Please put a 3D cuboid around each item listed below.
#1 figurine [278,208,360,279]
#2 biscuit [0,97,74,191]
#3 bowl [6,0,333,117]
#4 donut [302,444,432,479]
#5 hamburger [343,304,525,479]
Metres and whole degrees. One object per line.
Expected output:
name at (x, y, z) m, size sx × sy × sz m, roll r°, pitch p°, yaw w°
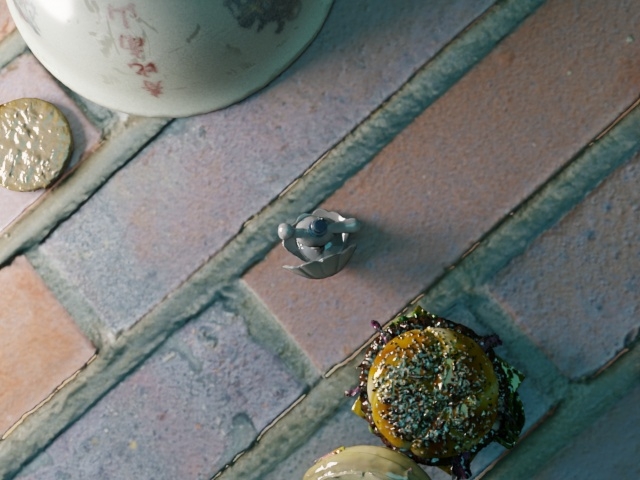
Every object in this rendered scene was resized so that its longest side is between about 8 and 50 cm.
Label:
figurine at (0.000, 0.000, 0.850) m, size 0.094 × 0.086 × 0.082 m, roll -18°, pitch 82°, yaw 5°
biscuit at (-0.355, -0.115, 0.936) m, size 0.120 × 0.015 × 0.120 m, roll 0°, pitch 85°, yaw 6°
bowl at (-0.189, -0.364, 0.833) m, size 0.434 × 0.196 × 0.435 m, roll 0°, pitch 89°, yaw 5°
donut at (0.058, 0.287, 0.808) m, size 0.174 × 0.068 × 0.175 m, roll 9°, pitch 114°, yaw 22°
hamburger at (0.126, 0.162, 0.819) m, size 0.189 × 0.093 × 0.164 m, roll 21°, pitch 88°, yaw 6°
